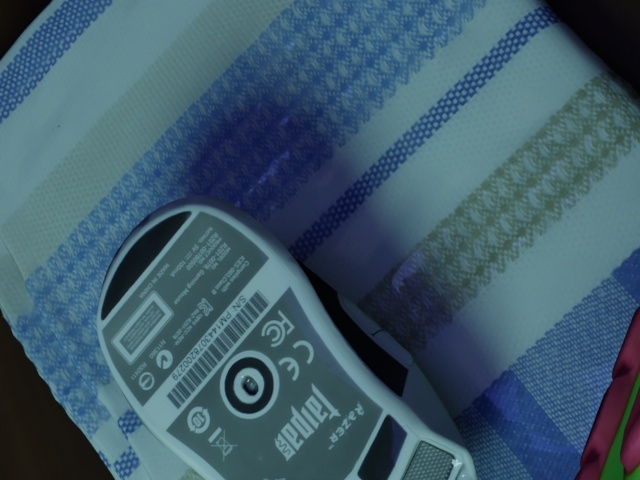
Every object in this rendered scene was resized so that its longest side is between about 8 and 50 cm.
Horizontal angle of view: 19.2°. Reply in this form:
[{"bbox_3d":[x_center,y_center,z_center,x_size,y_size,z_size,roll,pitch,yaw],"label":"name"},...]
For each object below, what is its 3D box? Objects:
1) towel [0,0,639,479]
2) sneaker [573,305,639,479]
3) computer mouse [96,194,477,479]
[{"bbox_3d":[0.000,0.000,0.596,0.209,0.034,0.285,-46,60,13],"label":"towel"},{"bbox_3d":[0.111,0.184,0.352,0.202,0.185,0.483,20,76,5],"label":"sneaker"},{"bbox_3d":[0.011,0.062,0.532,0.106,0.042,0.193,-48,65,16],"label":"computer mouse"}]
